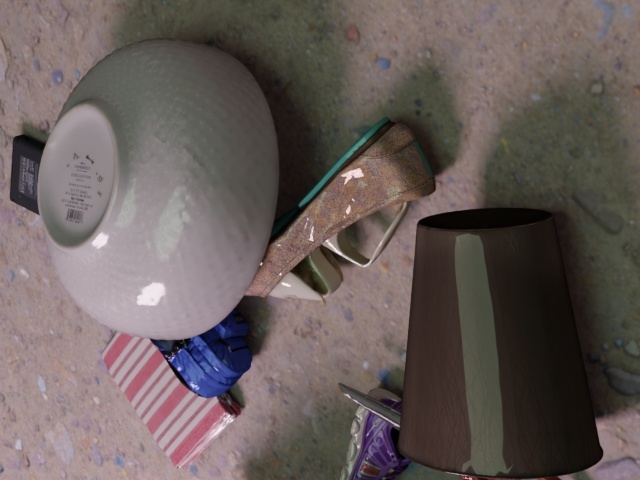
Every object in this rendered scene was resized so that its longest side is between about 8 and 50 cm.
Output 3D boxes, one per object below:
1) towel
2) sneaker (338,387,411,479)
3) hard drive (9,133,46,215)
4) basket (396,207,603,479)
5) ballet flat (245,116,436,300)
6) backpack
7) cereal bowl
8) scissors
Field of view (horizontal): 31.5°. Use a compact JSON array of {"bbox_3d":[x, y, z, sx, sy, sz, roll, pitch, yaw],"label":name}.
[{"bbox_3d":[-0.194,0.178,1.438,0.197,0.029,0.144,53,127,14],"label":"towel"},{"bbox_3d":[0.065,0.247,1.243,0.071,0.068,0.169,19,114,25],"label":"sneaker"},{"bbox_3d":[-0.349,-0.072,1.475,0.135,0.022,0.094,24,117,29],"label":"hard drive"},{"bbox_3d":[0.160,0.089,1.075,0.204,0.154,0.226,1,101,34],"label":"basket"},{"bbox_3d":[0.000,0.000,1.195,0.106,0.107,0.316,48,128,-2],"label":"ballet flat"},{"bbox_3d":[-0.135,0.118,1.329,0.101,0.098,0.120,-39,77,19],"label":"backpack"},{"bbox_3d":[-0.204,-0.061,1.228,0.339,0.141,0.338,-8,78,45],"label":"cereal bowl"},{"bbox_3d":[0.153,0.220,1.172,0.297,0.021,0.109,43,126,9],"label":"scissors"}]
